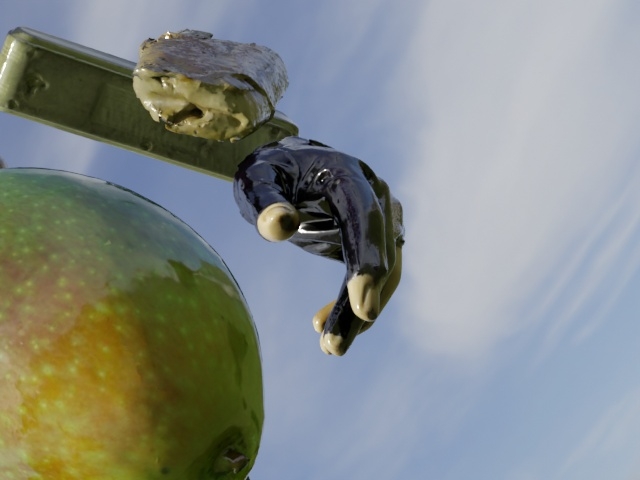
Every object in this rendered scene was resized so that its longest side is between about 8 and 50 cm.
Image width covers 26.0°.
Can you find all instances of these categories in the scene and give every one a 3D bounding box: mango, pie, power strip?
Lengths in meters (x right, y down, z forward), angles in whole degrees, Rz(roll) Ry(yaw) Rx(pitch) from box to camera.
[{"bbox_3d":[-0.189,0.057,0.868,0.201,0.382,0.225,-49,-49,-23],"label":"mango"},{"bbox_3d":[-0.095,-0.142,1.207,0.282,0.128,0.068,-77,5,-72],"label":"pie"},{"bbox_3d":[-0.171,-0.137,1.525,0.387,0.066,0.092,17,-69,-27],"label":"power strip"}]

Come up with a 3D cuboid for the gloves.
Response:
[{"bbox_3d":[0.003,-0.008,1.360,0.197,0.301,0.152,32,-63,-33],"label":"gloves"}]

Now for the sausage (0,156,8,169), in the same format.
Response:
[{"bbox_3d":[-0.570,-0.010,1.697,0.501,0.123,0.136,-39,-55,-45],"label":"sausage"}]

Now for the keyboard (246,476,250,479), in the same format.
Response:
[{"bbox_3d":[-0.073,0.385,1.562,0.106,0.317,0.027,-25,-2,32],"label":"keyboard"}]
